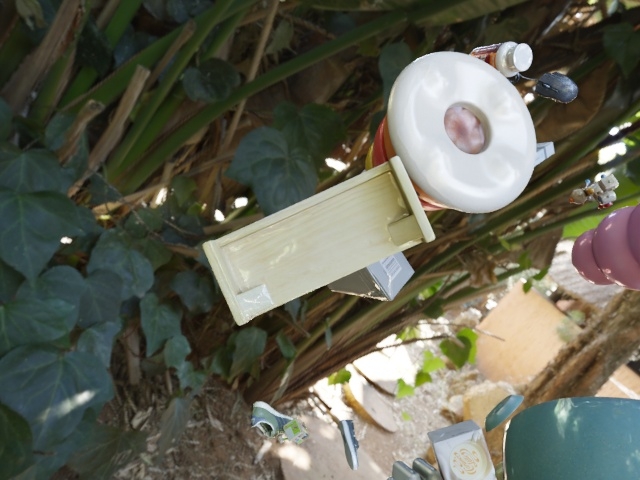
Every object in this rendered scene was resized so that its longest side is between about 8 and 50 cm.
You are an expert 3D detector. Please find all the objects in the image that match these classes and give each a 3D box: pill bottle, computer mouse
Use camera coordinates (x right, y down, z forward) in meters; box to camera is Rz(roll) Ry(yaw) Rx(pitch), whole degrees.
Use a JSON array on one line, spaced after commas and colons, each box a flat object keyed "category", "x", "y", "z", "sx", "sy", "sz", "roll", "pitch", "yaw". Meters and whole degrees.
[{"category": "pill bottle", "x": 0.460, "y": -0.462, "z": 1.268, "sx": 0.086, "sy": 0.086, "sz": 0.152, "roll": 30, "pitch": -4, "yaw": -30}, {"category": "computer mouse", "x": 0.581, "y": -0.433, "z": 1.337, "sx": 0.242, "sy": 0.071, "sz": 0.041, "roll": 19, "pitch": 36, "yaw": 3}]

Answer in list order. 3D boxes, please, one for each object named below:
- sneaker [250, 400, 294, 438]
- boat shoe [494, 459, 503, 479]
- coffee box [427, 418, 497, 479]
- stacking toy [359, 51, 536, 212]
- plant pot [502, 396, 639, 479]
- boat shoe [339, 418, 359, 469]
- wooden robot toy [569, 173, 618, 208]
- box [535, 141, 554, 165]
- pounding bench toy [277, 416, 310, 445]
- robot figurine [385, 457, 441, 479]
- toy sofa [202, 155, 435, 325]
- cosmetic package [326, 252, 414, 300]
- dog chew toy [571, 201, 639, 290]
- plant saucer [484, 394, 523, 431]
[{"category": "sneaker", "x": -0.143, "y": 0.588, "z": 1.548, "sx": 0.192, "sy": 0.064, "sz": 0.086, "roll": 37, "pitch": 37, "yaw": -20}, {"category": "boat shoe", "x": 0.379, "y": 0.383, "z": 0.894, "sx": 0.056, "sy": 0.153, "sz": 0.048, "roll": 50, "pitch": 6, "yaw": -27}, {"category": "coffee box", "x": 0.402, "y": 0.642, "z": 1.352, "sx": 0.098, "sy": 0.141, "sz": 0.246, "roll": 71, "pitch": 3, "yaw": -85}, {"category": "stacking toy", "x": 0.229, "y": -0.181, "z": 1.186, "sx": 0.351, "sy": 0.350, "sz": 0.480, "roll": 36, "pitch": -22, "yaw": -9}, {"category": "plant pot", "x": 0.330, "y": 0.327, "z": 0.509, "sx": 0.290, "sy": 0.290, "sz": 0.195, "roll": 36, "pitch": 50, "yaw": -9}, {"category": "boat shoe", "x": 0.091, "y": 0.584, "z": 1.421, "sx": 0.040, "sy": 0.049, "sz": 0.142, "roll": 0, "pitch": 52, "yaw": -20}, {"category": "wooden robot toy", "x": 0.630, "y": -0.102, "z": 1.155, "sx": 0.173, "sy": 0.079, "sz": 0.076, "roll": 7, "pitch": 59, "yaw": -81}, {"category": "box", "x": 0.561, "y": -0.232, "z": 1.426, "sx": 0.145, "sy": 0.186, "sz": 0.038, "roll": 4, "pitch": -63, "yaw": 53}, {"category": "pounding bench toy", "x": -0.083, "y": 0.594, "z": 1.508, "sx": 0.052, "sy": 0.083, "sz": 0.065, "roll": 55, "pitch": 1, "yaw": 43}, {"category": "robot figurine", "x": 0.275, "y": 0.834, "z": 1.444, "sx": 0.300, "sy": 0.353, "sz": 0.200, "roll": 4, "pitch": -1, "yaw": -19}, {"category": "toy sofa", "x": 0.000, "y": 0.000, "z": 0.856, "sx": 0.177, "sy": 0.363, "sz": 0.150, "roll": -17, "pitch": 83, "yaw": -85}, {"category": "cosmetic package", "x": 0.086, "y": 0.055, "z": 1.148, "sx": 0.127, "sy": 0.107, "sz": 0.238, "roll": 53, "pitch": -28, "yaw": -19}, {"category": "dog chew toy", "x": 0.666, "y": 0.010, "z": 1.007, "sx": 0.207, "sy": 0.206, "sz": 0.332, "roll": 35, "pitch": -24, "yaw": -10}, {"category": "plant saucer", "x": 0.421, "y": 0.396, "z": 1.147, "sx": 0.021, "sy": 0.119, "sz": 0.119, "roll": 47, "pitch": 17, "yaw": 19}]
